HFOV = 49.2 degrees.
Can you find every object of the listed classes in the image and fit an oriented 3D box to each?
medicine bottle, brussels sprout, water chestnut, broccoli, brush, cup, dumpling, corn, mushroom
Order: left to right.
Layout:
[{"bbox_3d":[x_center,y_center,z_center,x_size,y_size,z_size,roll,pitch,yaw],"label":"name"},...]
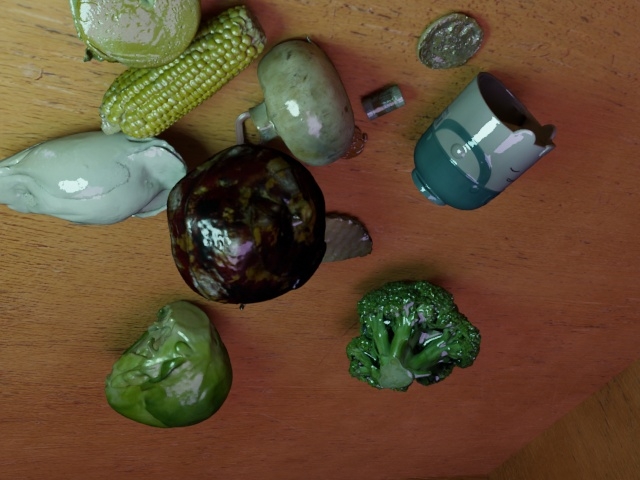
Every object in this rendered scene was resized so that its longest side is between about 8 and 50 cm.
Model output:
[{"bbox_3d":[-0.449,-0.101,1.392,0.341,0.181,0.260,-30,157,-17],"label":"dumpling"},{"bbox_3d":[-0.392,0.342,1.885,0.314,0.276,0.371,24,121,-23],"label":"brussels sprout"},{"bbox_3d":[-0.252,-0.292,1.258,0.346,0.130,0.130,-30,140,12],"label":"corn"},{"bbox_3d":[-0.176,-0.036,1.426,0.335,0.346,0.336,-24,122,-45],"label":"water chestnut"},{"bbox_3d":[-0.142,-0.178,1.505,0.103,0.047,0.234,-8,137,-6],"label":"brush"},{"bbox_3d":[-0.033,-0.239,1.354,0.195,0.189,0.254,-25,139,7],"label":"mushroom"},{"bbox_3d":[0.132,-0.288,1.465,0.083,0.047,0.047,-23,141,10],"label":"medicine bottle"},{"bbox_3d":[0.256,0.275,2.006,0.413,0.321,0.310,-11,175,29],"label":"broccoli"},{"bbox_3d":[0.358,-0.209,1.533,0.257,0.219,0.289,-46,165,33],"label":"cup"}]

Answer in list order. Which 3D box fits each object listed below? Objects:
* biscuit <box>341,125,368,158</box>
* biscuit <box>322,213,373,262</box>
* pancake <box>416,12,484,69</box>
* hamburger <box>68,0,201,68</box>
[{"bbox_3d":[0.069,-0.217,1.555,0.078,0.015,0.091,-18,142,3],"label":"biscuit"},{"bbox_3d":[0.000,0.000,1.781,0.273,0.036,0.187,-10,142,-7],"label":"biscuit"},{"bbox_3d":[0.259,-0.395,1.398,0.139,0.022,0.140,-9,142,-7],"label":"pancake"},{"bbox_3d":[-0.291,-0.377,1.126,0.215,0.122,0.190,-9,122,-15],"label":"hamburger"}]
